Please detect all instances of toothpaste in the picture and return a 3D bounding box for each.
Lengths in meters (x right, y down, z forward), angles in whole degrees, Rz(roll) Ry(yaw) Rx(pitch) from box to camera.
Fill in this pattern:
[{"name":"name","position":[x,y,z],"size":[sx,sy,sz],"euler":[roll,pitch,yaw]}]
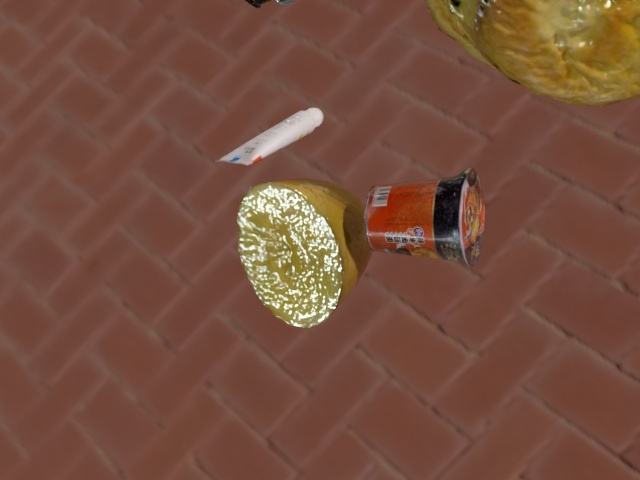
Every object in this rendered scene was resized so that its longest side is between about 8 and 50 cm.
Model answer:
[{"name":"toothpaste","position":[-0.054,-0.123,1.829],"size":[0.048,0.031,0.190],"euler":[10,26,31]}]

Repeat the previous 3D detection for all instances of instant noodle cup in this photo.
[{"name":"instant noodle cup","position":[0.133,-0.028,1.941],"size":[0.136,0.127,0.127],"euler":[1,55,19]}]

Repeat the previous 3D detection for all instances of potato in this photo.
[{"name":"potato","position":[0.000,0.000,2.062],"size":[0.178,0.203,0.158],"euler":[-30,-4,41]}]

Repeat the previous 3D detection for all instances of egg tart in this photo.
[{"name":"egg tart","position":[0.310,-0.279,1.661],"size":[0.443,0.443,0.178],"euler":[-11,51,31]}]

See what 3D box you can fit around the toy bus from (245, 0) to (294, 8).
[{"name":"toy bus","position":[-0.016,-0.362,1.791],"size":[0.201,0.098,0.114],"euler":[-17,72,22]}]
